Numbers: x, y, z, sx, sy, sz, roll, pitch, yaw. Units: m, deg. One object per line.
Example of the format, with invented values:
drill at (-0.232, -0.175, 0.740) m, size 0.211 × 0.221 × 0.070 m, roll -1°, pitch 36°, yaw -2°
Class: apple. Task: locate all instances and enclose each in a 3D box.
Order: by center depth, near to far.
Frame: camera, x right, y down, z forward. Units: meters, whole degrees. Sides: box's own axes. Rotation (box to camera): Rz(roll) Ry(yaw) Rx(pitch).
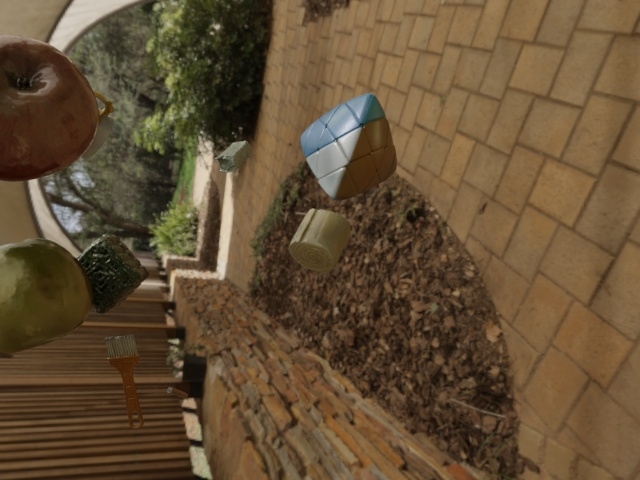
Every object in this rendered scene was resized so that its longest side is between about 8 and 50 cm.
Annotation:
apple at (-0.680, -0.302, 1.061) m, size 0.269 × 0.345 × 0.344 m, roll 122°, pitch 147°, yaw -42°
apple at (-0.713, 0.130, 1.145) m, size 0.292 × 0.292 × 0.254 m, roll -179°, pitch 74°, yaw -69°

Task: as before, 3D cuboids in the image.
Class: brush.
brush at (-0.570, 0.427, 1.406) m, size 0.017 × 0.090 × 0.314 m, roll -101°, pitch 7°, yaw -75°

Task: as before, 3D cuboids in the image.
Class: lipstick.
lipstick at (-0.423, 0.452, 1.401) m, size 0.094 × 0.019 × 0.019 m, roll 61°, pitch -161°, yaw -58°

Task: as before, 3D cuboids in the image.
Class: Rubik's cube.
Rubik's cube at (0.036, -0.196, 1.141) m, size 0.254 × 0.254 × 0.254 m, roll -174°, pitch 90°, yaw -69°

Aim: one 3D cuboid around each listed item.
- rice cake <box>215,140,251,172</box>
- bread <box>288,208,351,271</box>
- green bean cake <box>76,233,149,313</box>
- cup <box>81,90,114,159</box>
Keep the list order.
rice cake at (-0.294, -0.291, 1.629) m, size 0.206 × 0.069 × 0.063 m, roll -76°, pitch -23°, yaw -62°
bread at (0.000, 0.000, 1.392) m, size 0.134 × 0.148 × 0.141 m, roll 96°, pitch -163°, yaw -53°
green bean cake at (-0.614, 0.095, 1.346) m, size 0.173 × 0.181 × 0.094 m, roll -41°, pitch 4°, yaw 4°
cup at (-0.825, -0.421, 1.598) m, size 0.241 × 0.226 × 0.185 m, roll -37°, pitch 46°, yaw 18°
